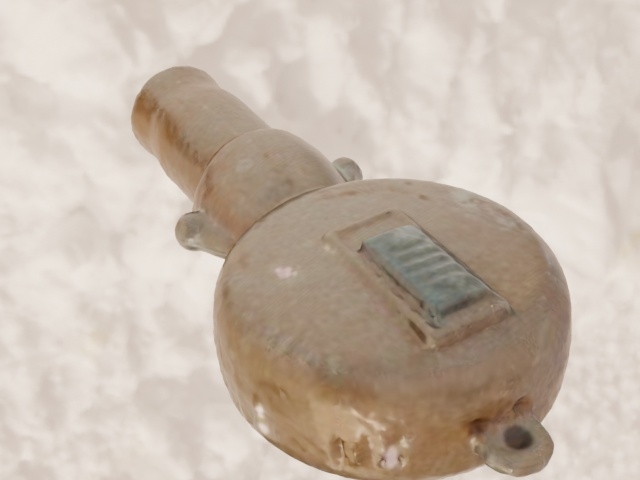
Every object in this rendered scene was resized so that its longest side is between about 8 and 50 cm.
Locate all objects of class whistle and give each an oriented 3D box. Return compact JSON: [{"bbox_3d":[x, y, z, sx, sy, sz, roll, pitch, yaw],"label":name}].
[{"bbox_3d":[0.000,0.000,0.383,0.107,0.220,0.057,-21,130,-23],"label":"whistle"}]
